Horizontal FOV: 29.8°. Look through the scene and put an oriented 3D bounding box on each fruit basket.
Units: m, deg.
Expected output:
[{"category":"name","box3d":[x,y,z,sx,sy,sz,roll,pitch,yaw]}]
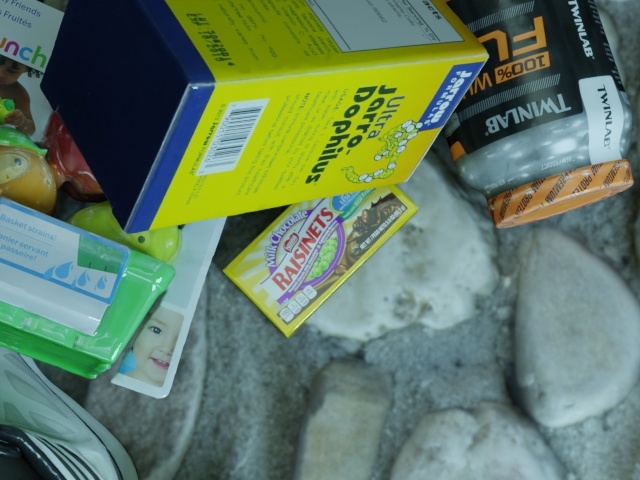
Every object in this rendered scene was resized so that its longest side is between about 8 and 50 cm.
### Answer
[{"category":"fruit basket","box3d":[-0.246,-0.058,1.205,0.327,0.165,0.353,24,73,-14]}]

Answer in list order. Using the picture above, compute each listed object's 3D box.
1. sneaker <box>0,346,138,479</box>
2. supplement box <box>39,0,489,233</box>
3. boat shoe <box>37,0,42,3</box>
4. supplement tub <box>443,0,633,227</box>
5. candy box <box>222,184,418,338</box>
[{"category":"sneaker","box3d":[-0.372,0.140,1.192,0.447,0.257,0.169,39,83,5]},{"category":"supplement box","box3d":[-0.052,-0.163,1.168,0.357,0.195,0.194,-12,57,-38]},{"category":"boat shoe","box3d":[-0.341,-0.285,1.360,0.049,0.056,0.152,8,72,5]},{"category":"supplement tub","box3d":[0.211,-0.184,1.279,0.194,0.193,0.316,-17,82,-3]},{"category":"candy box","box3d":[0.000,0.000,1.334,0.206,0.027,0.105,-45,81,-7]}]
